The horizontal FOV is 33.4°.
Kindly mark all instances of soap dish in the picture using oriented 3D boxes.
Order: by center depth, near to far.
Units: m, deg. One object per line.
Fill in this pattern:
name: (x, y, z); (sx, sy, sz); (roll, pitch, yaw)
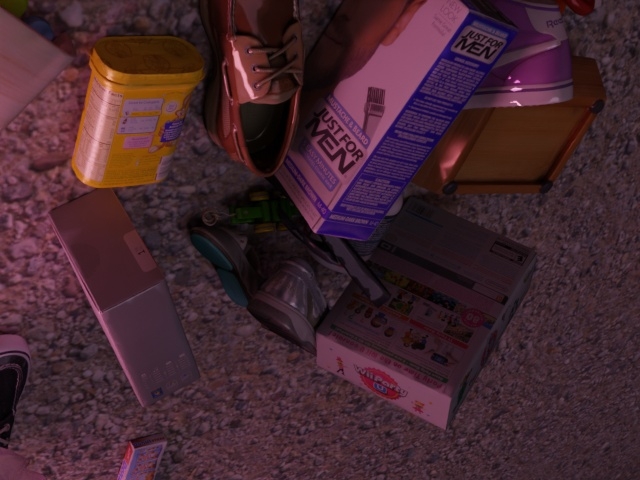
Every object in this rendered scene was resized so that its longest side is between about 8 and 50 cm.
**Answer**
soap dish: (0.271, -0.172, 1.580); (0.291, 0.118, 0.229); (-2, 133, -38)

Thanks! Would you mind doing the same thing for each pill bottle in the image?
pill bottle: (0.057, -0.050, 1.549); (0.108, 0.108, 0.180); (1, 132, -41)

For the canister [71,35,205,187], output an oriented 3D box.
canister: (-0.216, -0.146, 1.235); (0.126, 0.073, 0.170); (-8, 138, -34)

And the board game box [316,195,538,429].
board game box: (0.163, 0.101, 1.614); (0.303, 0.224, 0.097); (-52, 157, -33)

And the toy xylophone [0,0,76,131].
toy xylophone: (-0.389, -0.193, 1.021); (0.236, 0.081, 0.323); (-37, 146, 2)

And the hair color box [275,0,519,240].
hair color box: (0.071, -0.186, 1.332); (0.110, 0.185, 0.339); (10, 125, -44)

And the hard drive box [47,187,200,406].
hard drive box: (-0.249, 0.075, 1.372); (0.089, 0.181, 0.232); (-27, 145, -13)

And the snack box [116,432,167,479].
snack box: (-0.314, 0.401, 1.839); (0.064, 0.022, 0.178); (-8, 137, -33)

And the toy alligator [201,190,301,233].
toy alligator: (-0.094, -0.037, 1.490); (0.189, 0.056, 0.051); (-6, 176, -36)

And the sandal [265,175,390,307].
sandal: (0.000, 0.001, 1.465); (0.054, 0.097, 0.254); (-39, 101, 5)

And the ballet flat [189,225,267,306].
ballet flat: (-0.128, 0.021, 1.527); (0.068, 0.072, 0.213); (-56, 151, -20)

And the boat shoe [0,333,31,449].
boat shoe: (-0.470, 0.260, 1.468); (0.108, 0.102, 0.301); (8, 127, -45)

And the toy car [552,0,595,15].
toy car: (0.318, -0.360, 1.371); (0.159, 0.136, 0.182); (-4, 135, -48)

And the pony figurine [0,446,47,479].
pony figurine: (-0.572, 0.374, 1.348); (0.303, 0.351, 0.363); (-53, 168, -55)

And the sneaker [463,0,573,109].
sneaker: (0.187, -0.251, 1.382); (0.102, 0.282, 0.161); (-32, 116, -54)

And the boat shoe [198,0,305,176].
boat shoe: (-0.064, -0.210, 1.246); (0.122, 0.120, 0.324); (-21, 143, -21)

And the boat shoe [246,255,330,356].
boat shoe: (-0.029, 0.104, 1.616); (0.103, 0.118, 0.320); (-60, 164, -8)
